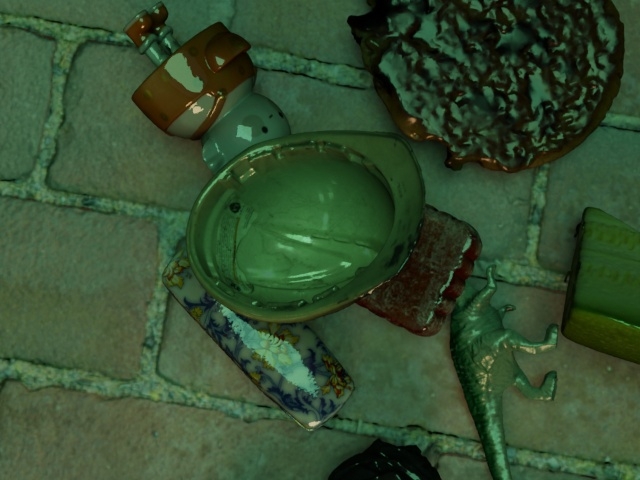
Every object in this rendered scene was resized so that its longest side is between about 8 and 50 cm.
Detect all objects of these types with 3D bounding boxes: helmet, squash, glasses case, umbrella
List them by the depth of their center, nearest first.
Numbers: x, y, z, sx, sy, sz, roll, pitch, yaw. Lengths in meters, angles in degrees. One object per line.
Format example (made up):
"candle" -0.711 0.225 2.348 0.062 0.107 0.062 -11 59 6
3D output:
"helmet" 0.005 0.001 0.949 0.257 0.137 0.204 -4 67 24
"squash" 0.399 0.084 0.955 0.288 0.203 0.111 12 127 13
"umbrella" -0.024 0.327 0.976 0.340 0.118 0.118 -31 84 1
"glasses case" -0.068 0.100 1.014 0.087 0.065 0.248 -43 84 -6

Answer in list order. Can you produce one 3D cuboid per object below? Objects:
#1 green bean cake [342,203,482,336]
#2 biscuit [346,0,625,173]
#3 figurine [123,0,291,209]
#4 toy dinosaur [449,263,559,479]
"green bean cake" 0.096 0.024 1.012 0.135 0.056 0.136 27 89 29
"biscuit" 0.184 -0.235 1.057 0.289 0.081 0.334 -33 88 -6
"figurine" -0.115 -0.140 1.025 0.143 0.143 0.271 -30 109 -5
"toy dinosaur" 0.218 0.161 0.999 0.129 0.076 0.383 -22 75 24
